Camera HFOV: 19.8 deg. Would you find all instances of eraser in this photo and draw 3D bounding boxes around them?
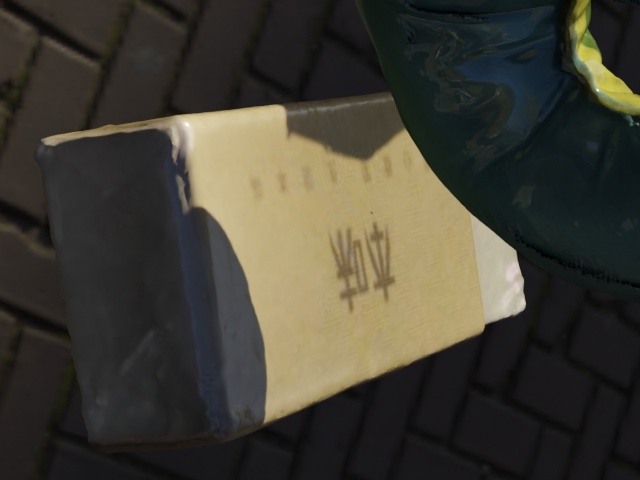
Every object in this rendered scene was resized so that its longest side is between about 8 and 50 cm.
[{"bbox_3d":[0.000,0.000,0.912,0.343,0.078,0.144,-16,98,-60],"label":"eraser"}]

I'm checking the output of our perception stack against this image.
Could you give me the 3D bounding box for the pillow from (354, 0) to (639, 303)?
[{"bbox_3d":[0.100,-0.068,0.694,0.086,0.214,0.233,-39,126,-26],"label":"pillow"}]
